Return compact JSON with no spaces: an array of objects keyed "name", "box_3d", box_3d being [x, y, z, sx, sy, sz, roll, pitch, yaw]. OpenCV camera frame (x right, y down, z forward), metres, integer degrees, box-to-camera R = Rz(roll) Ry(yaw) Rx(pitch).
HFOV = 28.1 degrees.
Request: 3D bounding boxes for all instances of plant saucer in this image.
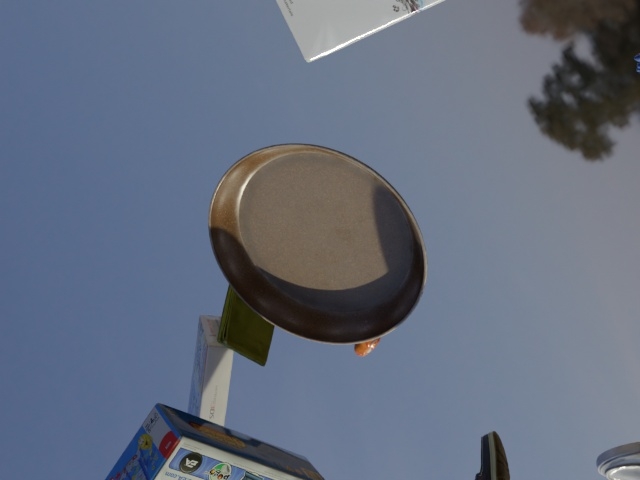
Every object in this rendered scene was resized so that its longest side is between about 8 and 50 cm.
[{"name":"plant saucer","box_3d":[0.000,0.000,1.712,0.311,0.310,0.050,55,-144,-15]}]

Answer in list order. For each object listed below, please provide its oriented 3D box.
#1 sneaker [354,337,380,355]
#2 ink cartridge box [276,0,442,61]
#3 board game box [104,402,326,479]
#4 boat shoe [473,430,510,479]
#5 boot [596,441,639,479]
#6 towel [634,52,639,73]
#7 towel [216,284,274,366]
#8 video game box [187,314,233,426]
[{"name":"sneaker","box_3d":[0.076,0.106,1.966,0.067,0.175,0.064,16,-144,0]},{"name":"ink cartridge box","box_3d":[0.074,-0.389,1.628,0.197,0.270,0.198,63,-162,-17]},{"name":"board game box","box_3d":[-0.183,0.410,1.798,0.308,0.302,0.086,29,-171,-41]},{"name":"boat shoe","box_3d":[0.278,0.429,2.138,0.080,0.073,0.224,46,-144,-54]},{"name":"boot","box_3d":[0.625,0.430,2.264,0.095,0.258,0.123,76,-167,-47]},{"name":"towel","box_3d":[0.546,-0.188,1.436,0.336,0.243,0.040,-151,58,-63]},{"name":"towel","box_3d":[-0.089,0.059,1.894,0.102,0.021,0.237,32,-121,-38]},{"name":"video game box","box_3d":[-0.179,0.241,2.044,0.187,0.048,0.205,-137,53,-74]}]
